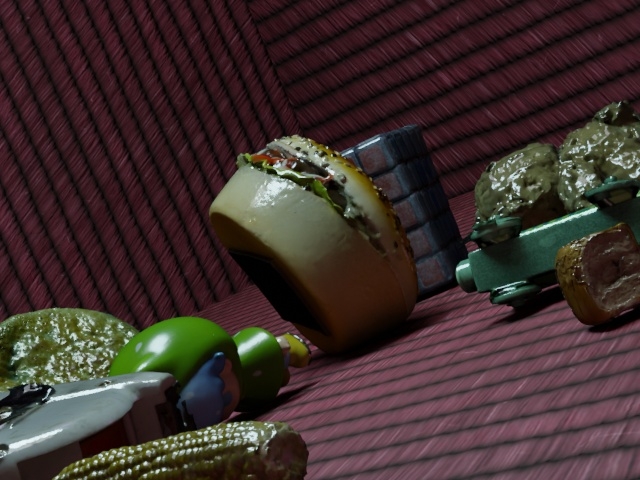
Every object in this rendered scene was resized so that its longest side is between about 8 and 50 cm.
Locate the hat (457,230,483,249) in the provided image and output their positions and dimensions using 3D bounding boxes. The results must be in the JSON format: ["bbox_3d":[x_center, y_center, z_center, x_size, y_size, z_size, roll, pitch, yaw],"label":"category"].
[{"bbox_3d":[0.254,0.001,2.435,0.121,0.050,0.121,-17,0,0],"label":"hat"}]

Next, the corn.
[{"bbox_3d":[-0.134,0.209,1.458,0.288,0.086,0.086,-19,5,35],"label":"corn"}]

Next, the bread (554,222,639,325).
[{"bbox_3d":[0.254,0.032,1.528,0.076,0.083,0.070,-20,-6,2],"label":"bread"}]

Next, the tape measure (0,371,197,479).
[{"bbox_3d":[-0.294,0.221,1.740,0.258,0.130,0.265,-7,11,23],"label":"tape measure"}]

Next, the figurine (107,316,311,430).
[{"bbox_3d":[-0.131,0.158,1.932,0.263,0.143,0.162,-12,-22,-45],"label":"figurine"}]

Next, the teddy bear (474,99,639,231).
[{"bbox_3d":[0.314,-0.064,2.138,0.256,0.156,0.267,-25,4,12],"label":"teddy bear"}]

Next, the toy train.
[{"bbox_3d":[0.275,0.004,1.833,0.253,0.105,0.157,-21,-9,25],"label":"toy train"}]

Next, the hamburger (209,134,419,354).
[{"bbox_3d":[0.000,0.000,2.156,0.176,0.300,0.300,-41,8,-16],"label":"hamburger"}]

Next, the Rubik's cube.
[{"bbox_3d":[0.060,-0.017,2.469,0.238,0.237,0.237,-23,4,14],"label":"Rubik's cube"}]

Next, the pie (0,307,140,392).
[{"bbox_3d":[-0.303,0.184,2.073,0.277,0.277,0.078,-26,-35,-41],"label":"pie"}]
